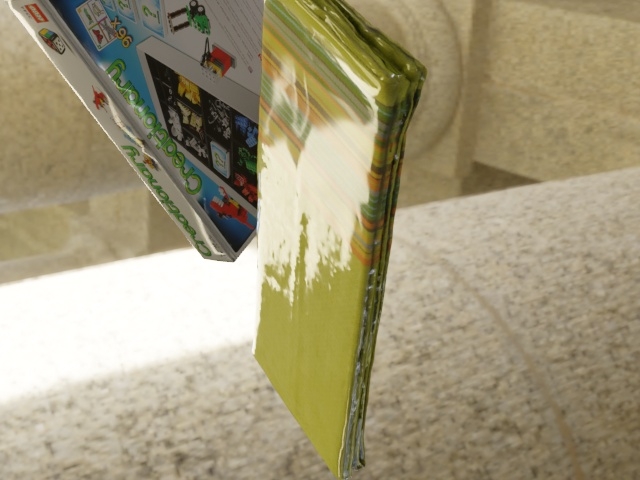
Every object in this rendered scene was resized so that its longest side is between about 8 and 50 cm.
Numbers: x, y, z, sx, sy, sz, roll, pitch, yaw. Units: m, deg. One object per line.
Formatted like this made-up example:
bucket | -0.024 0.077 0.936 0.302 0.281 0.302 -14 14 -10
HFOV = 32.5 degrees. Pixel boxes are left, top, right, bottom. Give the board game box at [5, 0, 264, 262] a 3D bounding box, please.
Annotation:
board game box | -0.116 -0.153 0.984 0.053 0.193 0.305 5 -41 44

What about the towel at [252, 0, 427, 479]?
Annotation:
towel | 0.000 0.000 0.492 0.102 0.021 0.237 53 -30 40
